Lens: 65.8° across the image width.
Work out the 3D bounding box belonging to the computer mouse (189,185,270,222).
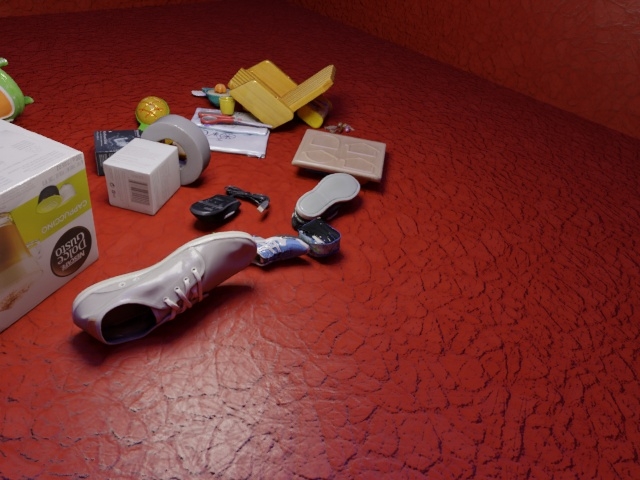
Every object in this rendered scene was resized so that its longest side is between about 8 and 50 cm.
[{"bbox_3d":[-0.270,-0.094,1.528,0.183,0.060,0.262,15,26,15],"label":"computer mouse"}]

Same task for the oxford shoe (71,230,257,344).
[{"bbox_3d":[-0.337,0.114,1.159,0.449,0.169,0.130,-25,45,-26],"label":"oxford shoe"}]

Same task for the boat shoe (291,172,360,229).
[{"bbox_3d":[0.014,-0.128,1.597,0.302,0.091,0.114,-29,71,-41],"label":"boat shoe"}]

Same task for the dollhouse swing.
[{"bbox_3d":[-0.152,-0.681,2.057,0.315,0.305,0.347,38,29,-17],"label":"dollhouse swing"}]

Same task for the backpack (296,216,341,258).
[{"bbox_3d":[0.000,0.000,1.435,0.114,0.084,0.105,31,43,34],"label":"backpack"}]

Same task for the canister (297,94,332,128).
[{"bbox_3d":[-0.025,-0.571,2.156,0.126,0.073,0.170,35,39,-12],"label":"canister"}]

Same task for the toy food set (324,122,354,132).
[{"bbox_3d":[0.085,-0.485,2.131,0.122,0.019,0.078,-17,44,-29],"label":"toy food set"}]

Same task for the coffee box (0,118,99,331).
[{"bbox_3d":[-0.776,-0.048,1.137,0.338,0.335,0.338,21,38,12],"label":"coffee box"}]

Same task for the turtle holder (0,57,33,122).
[{"bbox_3d":[-1.220,-0.511,1.730,0.320,0.243,0.228,23,56,4],"label":"turtle holder"}]

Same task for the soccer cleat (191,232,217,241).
[{"bbox_3d":[-0.339,0.024,1.366,0.072,0.060,0.178,22,32,32],"label":"soccer cleat"}]

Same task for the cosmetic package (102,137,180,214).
[{"bbox_3d":[-0.545,-0.201,1.531,0.151,0.151,0.184,13,37,7],"label":"cosmetic package"}]

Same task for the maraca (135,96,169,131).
[{"bbox_3d":[-0.654,-0.483,1.925,0.127,0.099,0.186,-6,64,-6],"label":"maraca"}]

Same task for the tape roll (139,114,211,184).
[{"bbox_3d":[-0.471,-0.292,1.607,0.219,0.219,0.072,14,37,6],"label":"tape roll"}]

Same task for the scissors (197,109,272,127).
[{"bbox_3d":[-0.344,-0.491,1.994,0.296,0.021,0.109,0,36,-11],"label":"scissors"}]

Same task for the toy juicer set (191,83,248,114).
[{"bbox_3d":[-0.400,-0.636,2.148,0.209,0.090,0.329,-15,35,-33],"label":"toy juicer set"}]

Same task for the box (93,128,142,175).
[{"bbox_3d":[-0.681,-0.303,1.685,0.158,0.093,0.156,-7,40,-22],"label":"box"}]

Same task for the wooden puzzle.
[{"bbox_3d":[0.076,-0.307,1.861,0.321,0.081,0.348,12,33,3],"label":"wooden puzzle"}]

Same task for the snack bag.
[{"bbox_3d":[-0.364,-0.435,1.965,0.322,0.037,0.343,6,38,-4],"label":"snack bag"}]

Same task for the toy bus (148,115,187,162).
[{"bbox_3d":[-0.526,-0.334,1.743,0.191,0.104,0.202,44,28,-28],"label":"toy bus"}]

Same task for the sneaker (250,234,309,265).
[{"bbox_3d":[-0.135,0.036,1.379,0.211,0.080,0.081,-3,44,0],"label":"sneaker"}]
